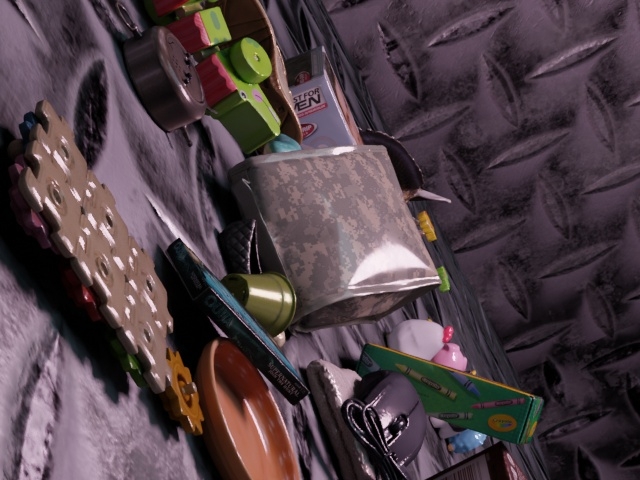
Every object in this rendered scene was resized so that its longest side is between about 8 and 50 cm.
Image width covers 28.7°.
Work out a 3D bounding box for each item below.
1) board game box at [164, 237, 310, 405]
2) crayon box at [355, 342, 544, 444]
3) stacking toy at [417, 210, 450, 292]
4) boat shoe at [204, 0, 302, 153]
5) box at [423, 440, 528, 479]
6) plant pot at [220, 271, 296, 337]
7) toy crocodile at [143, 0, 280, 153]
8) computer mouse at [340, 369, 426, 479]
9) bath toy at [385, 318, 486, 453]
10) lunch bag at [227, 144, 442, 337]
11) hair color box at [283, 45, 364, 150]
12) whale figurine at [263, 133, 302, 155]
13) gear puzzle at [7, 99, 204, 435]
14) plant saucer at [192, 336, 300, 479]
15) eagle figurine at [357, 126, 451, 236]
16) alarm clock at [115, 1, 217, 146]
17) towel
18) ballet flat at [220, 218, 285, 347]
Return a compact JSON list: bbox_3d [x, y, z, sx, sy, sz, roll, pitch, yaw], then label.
[{"bbox_3d":[-0.091,0.088,1.360,0.186,0.026,0.126,50,0,-33],"label":"board game box"},{"bbox_3d":[0.204,0.244,1.987,0.165,0.278,0.081,27,80,-73],"label":"crayon box"},{"bbox_3d":[0.146,0.048,2.364,0.052,0.167,0.221,58,14,-34],"label":"stacking toy"},{"bbox_3d":[-0.110,-0.280,2.023,0.098,0.109,0.302,-102,171,-67],"label":"boat shoe"},{"bbox_3d":[0.297,0.520,1.940,0.381,0.191,0.143,55,14,-22],"label":"box"},{"bbox_3d":[-0.085,0.070,1.477,0.079,0.083,0.083,23,42,-57],"label":"plant pot"},{"bbox_3d":[-0.165,-0.278,1.725,0.341,0.115,0.105,63,30,-6],"label":"toy crocodile"},{"bbox_3d":[0.106,0.255,1.730,0.188,0.072,0.272,62,11,-9],"label":"computer mouse"},{"bbox_3d":[0.248,0.270,2.484,0.348,0.129,0.151,56,15,-39],"label":"bath toy"},{"bbox_3d":[0.000,0.000,1.743,0.287,0.169,0.235,-3,67,-51],"label":"lunch bag"},{"bbox_3d":[0.026,-0.146,2.285,0.185,0.113,0.374,-94,161,-65],"label":"hair color box"},{"bbox_3d":[0.008,-0.053,1.984,0.272,0.141,0.216,64,11,-9],"label":"whale figurine"},{"bbox_3d":[-0.188,0.045,1.123,0.175,0.044,0.339,-100,165,-57],"label":"gear puzzle"},{"bbox_3d":[-0.080,0.198,1.302,0.200,0.037,0.200,60,12,-22],"label":"plant saucer"},{"bbox_3d":[0.105,-0.123,2.503,0.225,0.226,0.298,-45,117,-57],"label":"eagle figurine"},{"bbox_3d":[-0.201,-0.219,1.566,0.192,0.064,0.129,55,15,-32],"label":"alarm clock"},{"bbox_3d":[0.063,0.301,1.740,0.282,0.049,0.187,69,11,17],"label":"towel"},{"bbox_3d":[-0.080,0.053,1.580,0.173,0.049,0.057,68,12,13],"label":"ballet flat"}]
